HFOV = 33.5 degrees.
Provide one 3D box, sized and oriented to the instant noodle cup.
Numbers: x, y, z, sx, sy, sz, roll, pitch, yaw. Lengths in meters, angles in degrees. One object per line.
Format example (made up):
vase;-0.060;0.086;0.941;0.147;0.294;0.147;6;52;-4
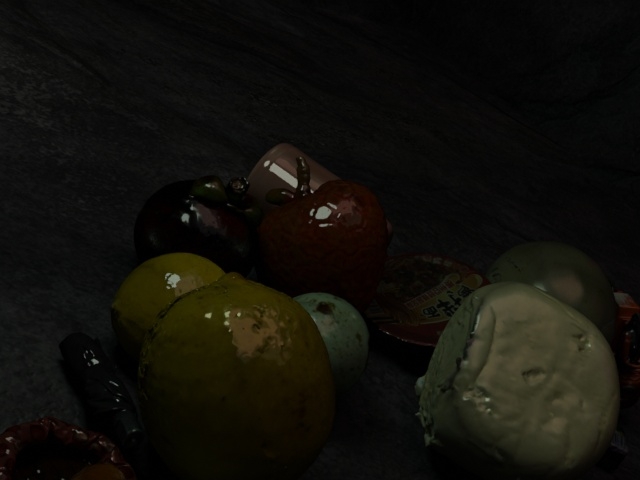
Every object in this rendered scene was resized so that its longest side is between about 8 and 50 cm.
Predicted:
instant noodle cup;0.195;0.138;1.986;0.273;0.091;0.274;5;37;-4

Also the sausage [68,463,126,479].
sausage;-0.294;0.326;1.090;0.302;0.102;0.076;-37;104;-49

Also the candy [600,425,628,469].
candy;0.417;0.312;1.954;0.312;0.061;0.088;30;23;2

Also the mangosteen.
mangosteen;-0.204;-0.015;1.774;0.216;0.216;0.216;23;25;-11

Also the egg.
egg;-0.003;0.165;1.683;0.169;0.169;0.231;32;11;10

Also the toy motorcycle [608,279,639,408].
toy motorcycle;0.600;0.217;2.165;0.147;0.221;0.326;6;15;0

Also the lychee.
lychee;0.000;0.000;1.887;0.300;0.255;0.255;63;26;-5

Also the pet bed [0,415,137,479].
pet bed;-0.308;0.287;1.268;0.201;0.053;0.201;28;21;-11

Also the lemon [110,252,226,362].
lemon;-0.215;0.105;1.566;0.203;0.178;0.178;10;30;-35

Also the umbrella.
umbrella;-0.290;0.202;1.421;0.066;0.059;0.236;15;20;-36

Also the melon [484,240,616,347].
melon;0.436;0.139;2.060;0.268;0.269;0.330;24;24;-8

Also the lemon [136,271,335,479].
lemon;-0.108;0.197;1.385;0.258;0.257;0.310;-7;81;-52

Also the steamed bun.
steamed bun;0.319;0.255;1.745;0.312;0.233;0.334;34;63;-2

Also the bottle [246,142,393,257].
bottle;0.003;-0.045;2.112;0.296;0.173;0.206;33;-9;13
